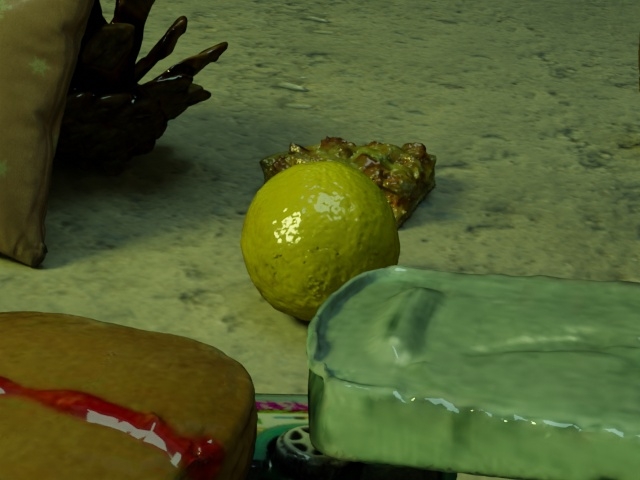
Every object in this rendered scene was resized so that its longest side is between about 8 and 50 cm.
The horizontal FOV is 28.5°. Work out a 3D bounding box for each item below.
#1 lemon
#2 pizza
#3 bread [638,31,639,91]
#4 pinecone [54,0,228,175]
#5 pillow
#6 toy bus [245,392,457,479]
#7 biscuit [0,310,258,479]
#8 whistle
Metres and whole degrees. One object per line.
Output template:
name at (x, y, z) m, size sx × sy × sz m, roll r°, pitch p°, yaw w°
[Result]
lemon at (0.000, 0.000, 0.857) m, size 0.109 × 0.109 × 0.133 m, roll 3°, pitch 38°, yaw -11°
pizza at (0.041, -0.057, 1.083) m, size 0.175 × 0.046 × 0.134 m, roll -8°, pitch 27°, yaw -34°
bread at (0.423, -0.177, 1.255) m, size 0.236 × 0.236 × 0.070 m, roll 20°, pitch 26°, yaw 27°
pinecone at (-0.208, -0.158, 1.052) m, size 0.229 × 0.202 × 0.201 m, roll -17°, pitch 65°, yaw -46°
pillow at (-0.286, -0.104, 0.908) m, size 0.236 × 0.223 × 0.084 m, roll 7°, pitch -9°, yaw 9°
toy bus at (-0.072, 0.116, 0.590) m, size 0.261 × 0.091 × 0.109 m, roll 4°, pitch 16°, yaw -12°
biscuit at (-0.182, 0.094, 0.460) m, size 0.262 × 0.052 × 0.277 m, roll 13°, pitch 33°, yaw 25°
whistle at (0.197, 0.093, 0.517) m, size 0.404 × 0.188 × 0.168 m, roll 33°, pitch 26°, yaw 2°
